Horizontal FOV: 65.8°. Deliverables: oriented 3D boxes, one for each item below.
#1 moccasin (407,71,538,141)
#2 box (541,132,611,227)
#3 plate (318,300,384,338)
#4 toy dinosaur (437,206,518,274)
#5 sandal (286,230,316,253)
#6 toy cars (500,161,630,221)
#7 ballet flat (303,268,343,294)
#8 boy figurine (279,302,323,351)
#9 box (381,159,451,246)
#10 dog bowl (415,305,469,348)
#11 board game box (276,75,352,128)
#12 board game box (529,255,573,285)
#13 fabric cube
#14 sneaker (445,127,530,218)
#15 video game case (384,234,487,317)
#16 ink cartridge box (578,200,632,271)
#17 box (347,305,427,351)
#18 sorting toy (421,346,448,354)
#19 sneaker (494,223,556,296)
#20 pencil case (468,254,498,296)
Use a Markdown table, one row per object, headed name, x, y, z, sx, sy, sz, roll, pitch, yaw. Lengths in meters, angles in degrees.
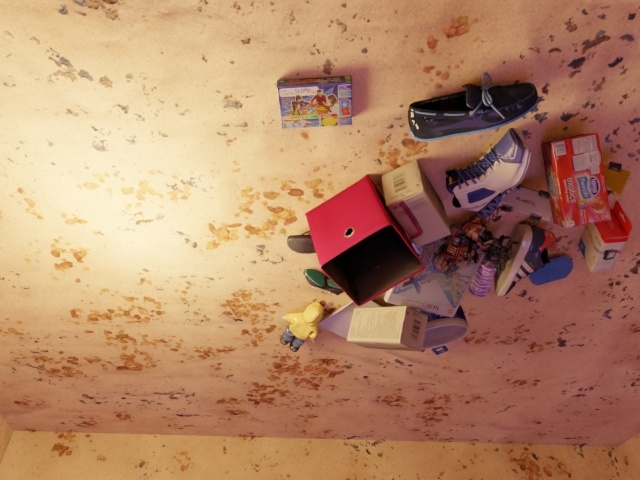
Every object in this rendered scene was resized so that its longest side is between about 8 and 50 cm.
| name | x | y | z | sx | sy | sz | roll | pitch | yaw |
| --- | --- | --- | --- | --- | --- | --- | --- | --- | --- |
| moccasin | 0.404 | -0.359 | 1.328 | 0.341 | 0.138 | 0.117 | -16 | 132 | 13 |
| box | 0.749 | -0.176 | 1.457 | 0.128 | 0.122 | 0.257 | -12 | 97 | 10 |
| plate | 0.175 | 0.340 | 2.150 | 0.277 | 0.045 | 0.278 | 31 | 128 | -30 |
| toy dinosaur | 0.544 | -0.005 | 1.697 | 0.218 | 0.164 | 0.322 | 34 | 127 | -7 |
| sandal | 0.000 | 0.000 | 1.775 | 0.254 | 0.055 | 0.097 | 0 | 146 | -17 |
| toy cars | 0.755 | -0.169 | 1.577 | 0.393 | 0.087 | 0.177 | -22 | 93 | 20 |
| ballet flat | 0.008 | 0.170 | 1.941 | 0.203 | 0.074 | 0.074 | 21 | 133 | -26 |
| boy figurine | -0.081 | 0.364 | 2.130 | 0.177 | 0.092 | 0.285 | 33 | 128 | 0 |
| box | 0.306 | -0.114 | 1.581 | 0.126 | 0.149 | 0.232 | -23 | 133 | 22 |
| dog bowl | 0.468 | 0.352 | 2.038 | 0.264 | 0.104 | 0.265 | -8 | 149 | -5 |
| board game box | -0.014 | -0.378 | 1.362 | 0.201 | 0.035 | 0.136 | -3 | 138 | 1 |
| board game box | 0.896 | 0.108 | 1.938 | 0.168 | 0.033 | 0.133 | -18 | 130 | 10 |
| fabric cube | 0.137 | 0.000 | 1.586 | 0.254 | 0.258 | 0.259 | -31 | 132 | 13 |
| sneaker | 0.490 | -0.193 | 1.517 | 0.182 | 0.128 | 0.316 | 5 | 139 | -11 |
| video game case | 0.427 | 0.113 | 1.819 | 0.299 | 0.036 | 0.329 | 15 | 109 | -18 |
| ink cartridge box | 0.992 | -0.013 | 1.731 | 0.077 | 0.134 | 0.231 | -5 | 137 | 4 |
| box | 0.254 | 0.344 | 1.931 | 0.121 | 0.148 | 0.311 | 26 | 160 | -29 |
| sorting toy | 0.477 | 0.423 | 2.256 | 0.347 | 0.047 | 0.196 | 29 | 125 | -30 |
| sneaker | 0.758 | 0.091 | 1.837 | 0.147 | 0.131 | 0.350 | 5 | 137 | -2 |
| pencil case | 0.636 | 0.132 | 1.915 | 0.088 | 0.086 | 0.206 | -10 | 141 | -10 |
